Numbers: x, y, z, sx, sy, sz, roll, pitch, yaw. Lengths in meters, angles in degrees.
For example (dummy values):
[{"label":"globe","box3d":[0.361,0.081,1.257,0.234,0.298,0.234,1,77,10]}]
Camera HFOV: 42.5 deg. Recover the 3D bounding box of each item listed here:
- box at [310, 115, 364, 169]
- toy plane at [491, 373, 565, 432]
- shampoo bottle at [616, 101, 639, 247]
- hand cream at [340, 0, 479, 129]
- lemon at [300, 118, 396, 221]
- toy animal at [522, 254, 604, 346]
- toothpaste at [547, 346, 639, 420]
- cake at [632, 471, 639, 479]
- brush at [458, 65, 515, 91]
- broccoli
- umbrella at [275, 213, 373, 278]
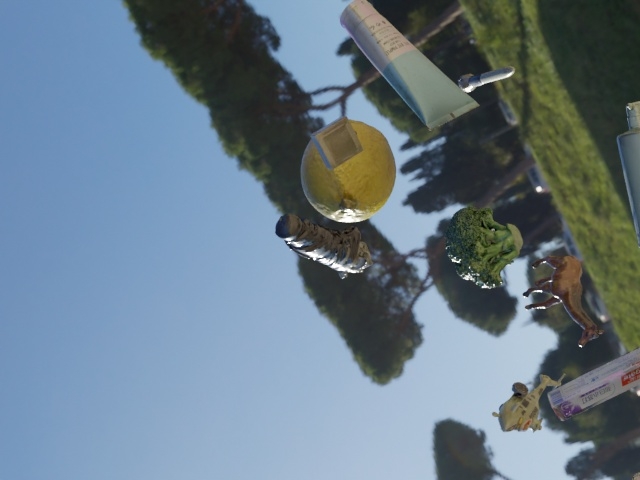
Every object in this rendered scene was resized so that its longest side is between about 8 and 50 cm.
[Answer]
[{"label":"box","box3d":[0.035,-0.196,1.638,0.079,0.083,0.035,62,166,-18]},{"label":"toy plane","box3d":[0.496,0.380,1.944,0.108,0.092,0.286,33,-147,19]},{"label":"shampoo bottle","box3d":[0.591,-0.120,1.483,0.085,0.085,0.262,-15,-87,-68]},{"label":"hand cream","box3d":[0.151,-0.320,1.497,0.312,0.111,0.070,55,159,26]},{"label":"lemon","box3d":[0.071,-0.177,2.107,0.267,0.267,0.267,49,-154,-34]},{"label":"toy animal","box3d":[0.517,0.125,1.746,0.066,0.230,0.224,37,-114,-25]},{"label":"toothpaste","box3d":[0.505,0.257,1.477,0.047,0.196,0.040,50,-158,-21]},{"label":"cake","box3d":[0.548,0.377,1.258,0.065,0.121,0.052,41,-134,-43]},{"label":"brush","box3d":[0.361,-0.358,1.802,0.299,0.039,0.042,-152,37,-81]},{"label":"broccoli","box3d":[0.344,0.014,1.764,0.195,0.156,0.195,24,-118,-54]},{"label":"umbrella","box3d":[0.004,-0.004,1.820,0.358,0.113,0.106,27,-130,-60]}]
